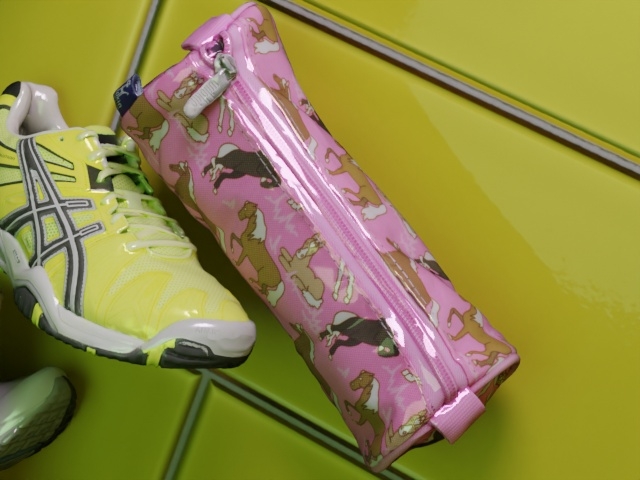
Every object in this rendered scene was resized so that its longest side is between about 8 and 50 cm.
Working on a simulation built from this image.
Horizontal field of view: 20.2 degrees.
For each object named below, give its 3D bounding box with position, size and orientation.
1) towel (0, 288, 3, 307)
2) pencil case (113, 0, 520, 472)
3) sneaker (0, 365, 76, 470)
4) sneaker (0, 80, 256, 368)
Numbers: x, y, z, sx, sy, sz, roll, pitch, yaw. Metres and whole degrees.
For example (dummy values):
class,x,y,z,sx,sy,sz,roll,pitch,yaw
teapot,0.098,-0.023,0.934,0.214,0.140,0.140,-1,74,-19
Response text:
class,x,y,z,sx,sy,sz,roll,pitch,yaw
towel,-0.432,0.177,1.654,0.317,0.053,0.332,12,93,38
pencil case,0.000,0.000,1.442,0.160,0.167,0.386,-40,81,28
sneaker,-0.357,0.173,1.678,0.297,0.111,0.129,-25,81,25
sneaker,-0.192,-0.014,1.502,0.384,0.145,0.147,32,107,37
